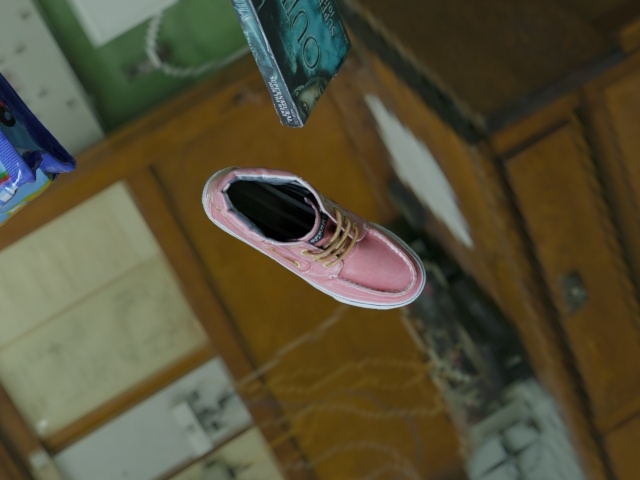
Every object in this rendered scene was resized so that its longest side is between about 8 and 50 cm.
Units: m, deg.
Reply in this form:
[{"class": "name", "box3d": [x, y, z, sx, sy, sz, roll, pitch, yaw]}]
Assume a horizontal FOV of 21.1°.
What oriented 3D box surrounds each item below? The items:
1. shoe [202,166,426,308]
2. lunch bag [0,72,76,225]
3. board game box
[{"class": "shoe", "box3d": [0.000, 0.000, 1.225, 0.178, 0.063, 0.081, 27, 176, -9]}, {"class": "lunch bag", "box3d": [-0.328, -0.090, 1.008, 0.293, 0.221, 0.138, 52, -175, -2]}, {"class": "board game box", "box3d": [-0.030, -0.217, 1.633, 0.026, 0.126, 0.186, 5, 138, 30]}]
